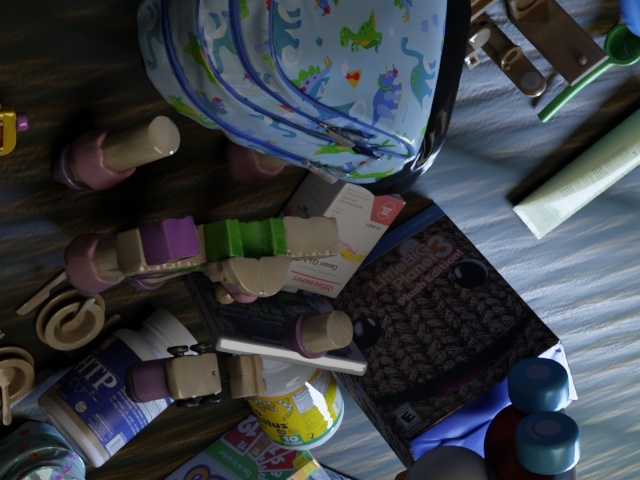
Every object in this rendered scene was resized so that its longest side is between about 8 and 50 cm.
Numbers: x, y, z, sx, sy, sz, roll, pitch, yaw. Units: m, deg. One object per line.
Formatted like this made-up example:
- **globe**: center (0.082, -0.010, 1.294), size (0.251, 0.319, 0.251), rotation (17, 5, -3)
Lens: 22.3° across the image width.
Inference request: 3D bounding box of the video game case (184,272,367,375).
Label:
- **video game case**: center (-0.055, 0.098, 1.939), size (0.190, 0.173, 0.022), rotation (11, 110, -22)

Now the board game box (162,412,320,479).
- **board game box**: center (-0.136, 0.336, 2.179), size (0.259, 0.124, 0.039), rotation (-38, 139, -1)

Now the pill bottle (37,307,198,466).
- **pill bottle**: center (-0.235, 0.172, 1.948), size (0.187, 0.112, 0.112), rotation (-42, 142, -16)

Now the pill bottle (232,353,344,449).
- **pill bottle**: center (-0.047, 0.173, 2.098), size (0.117, 0.117, 0.208), rotation (-31, 141, -9)

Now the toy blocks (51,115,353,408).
- **toy blocks**: center (-0.154, 0.032, 1.786), size (0.288, 0.309, 0.260), rotation (-3, 171, -45)

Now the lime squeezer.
- **lime squeezer**: center (0.413, -0.257, 2.107), size (0.310, 0.059, 0.110), rotation (-28, 170, -15)

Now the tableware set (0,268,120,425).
- **tableware set**: center (-0.330, 0.132, 1.904), size (0.194, 0.039, 0.128), rotation (-40, 141, 1)

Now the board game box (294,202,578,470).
- **board game box**: center (0.144, 0.135, 2.071), size (0.232, 0.291, 0.141), rotation (-33, 139, -8)

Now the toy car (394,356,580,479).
- **toy car**: center (0.183, 0.280, 1.907), size (0.238, 0.210, 0.219), rotation (-5, 121, 4)

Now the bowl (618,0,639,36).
- **bowl**: center (0.478, -0.405, 1.876), size (0.391, 0.077, 0.391), rotation (-38, 143, -36)

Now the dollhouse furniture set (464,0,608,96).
- **dollhouse furniture set**: center (0.233, -0.243, 1.887), size (0.144, 0.123, 0.151), rotation (-38, 154, -1)

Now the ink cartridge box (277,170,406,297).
- **ink cartridge box**: center (0.000, 0.000, 2.008), size (0.115, 0.067, 0.198), rotation (16, 117, -46)

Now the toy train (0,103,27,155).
- **toy train**: center (-0.370, -0.114, 1.638), size (0.125, 0.046, 0.166), rotation (19, 118, -34)

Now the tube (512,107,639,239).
- **tube**: center (0.374, -0.097, 2.218), size (0.240, 0.062, 0.070), rotation (-39, 97, 8)

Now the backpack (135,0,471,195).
- **backpack**: center (-0.013, -0.215, 1.656), size (0.355, 0.273, 0.290), rotation (14, 85, -27)

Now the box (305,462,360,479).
- **box**: center (-0.021, 0.454, 2.417), size (0.242, 0.076, 0.307), rotation (-46, 140, 9)

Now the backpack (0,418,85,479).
- **backpack**: center (-0.369, 0.312, 1.987), size (0.182, 0.115, 0.152), rotation (-47, 138, 5)
